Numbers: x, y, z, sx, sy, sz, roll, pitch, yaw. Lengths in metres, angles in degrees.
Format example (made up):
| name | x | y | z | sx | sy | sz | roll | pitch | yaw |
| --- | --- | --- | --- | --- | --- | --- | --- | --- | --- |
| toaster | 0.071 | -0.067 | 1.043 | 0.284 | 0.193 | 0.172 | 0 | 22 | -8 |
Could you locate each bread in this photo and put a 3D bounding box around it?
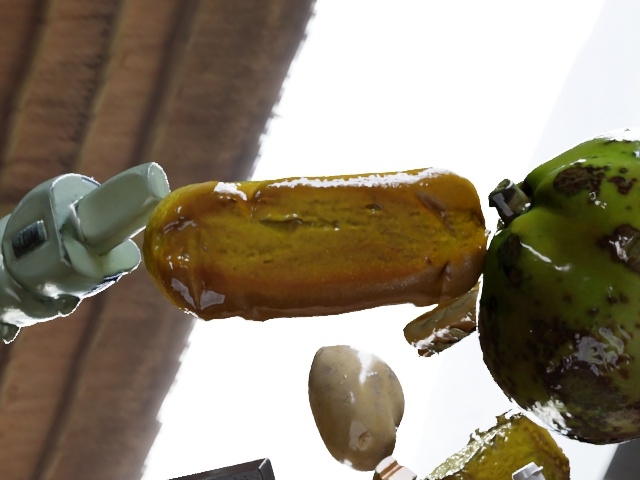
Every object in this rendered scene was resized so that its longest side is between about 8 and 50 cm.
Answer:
| name | x | y | z | sx | sy | sz | roll | pitch | yaw |
| --- | --- | --- | --- | --- | --- | --- | --- | --- | --- |
| bread | 0.221 | 0.311 | 1.847 | 0.160 | 0.147 | 0.260 | -36 | -5 | -28 |
| bread | 0.000 | 0.000 | 1.032 | 0.094 | 0.245 | 0.102 | -158 | 67 | -72 |

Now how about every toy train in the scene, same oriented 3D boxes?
| name | x | y | z | sx | sy | sz | roll | pitch | yaw |
| --- | --- | --- | --- | --- | --- | --- | --- | --- | --- |
| toy train | 0.077 | 0.274 | 1.487 | 0.044 | 0.064 | 0.103 | -33 | -35 | -41 |

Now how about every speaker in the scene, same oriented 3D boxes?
| name | x | y | z | sx | sy | sz | roll | pitch | yaw |
| --- | --- | --- | --- | --- | --- | --- | --- | --- | --- |
| speaker | -0.180 | 0.371 | 2.186 | 0.082 | 0.218 | 0.044 | -32 | -71 | -79 |

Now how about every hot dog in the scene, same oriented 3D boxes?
| name | x | y | z | sx | sy | sz | roll | pitch | yaw |
| --- | --- | --- | --- | --- | --- | --- | --- | --- | --- |
| hot dog | 0.222 | 0.121 | 2.303 | 0.109 | 0.072 | 0.269 | -14 | -16 | -37 |

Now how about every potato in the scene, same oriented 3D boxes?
| name | x | y | z | sx | sy | sz | roll | pitch | yaw |
| --- | --- | --- | --- | --- | --- | --- | --- | --- | --- |
| potato | 0.040 | 0.183 | 1.619 | 0.112 | 0.112 | 0.147 | 84 | 176 | -72 |

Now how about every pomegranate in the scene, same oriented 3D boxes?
| name | x | y | z | sx | sy | sz | roll | pitch | yaw |
| --- | --- | --- | --- | --- | --- | --- | --- | --- | --- |
| pomegranate | 0.237 | 0.054 | 1.024 | 0.222 | 0.276 | 0.204 | -51 | -21 | 14 |

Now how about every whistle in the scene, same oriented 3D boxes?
| name | x | y | z | sx | sy | sz | roll | pitch | yaw |
| --- | --- | --- | --- | --- | --- | --- | --- | --- | --- |
| whistle | -0.206 | 0.004 | 1.187 | 0.244 | 0.110 | 0.092 | -30 | -24 | 33 |

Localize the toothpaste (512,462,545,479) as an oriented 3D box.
| name | x | y | z | sx | sy | sz | roll | pitch | yaw |
| --- | --- | --- | --- | --- | --- | --- | --- | --- | --- |
| toothpaste | 0.215 | 0.272 | 1.213 | 0.048 | 0.190 | 0.031 | -29 | -9 | -1 |
